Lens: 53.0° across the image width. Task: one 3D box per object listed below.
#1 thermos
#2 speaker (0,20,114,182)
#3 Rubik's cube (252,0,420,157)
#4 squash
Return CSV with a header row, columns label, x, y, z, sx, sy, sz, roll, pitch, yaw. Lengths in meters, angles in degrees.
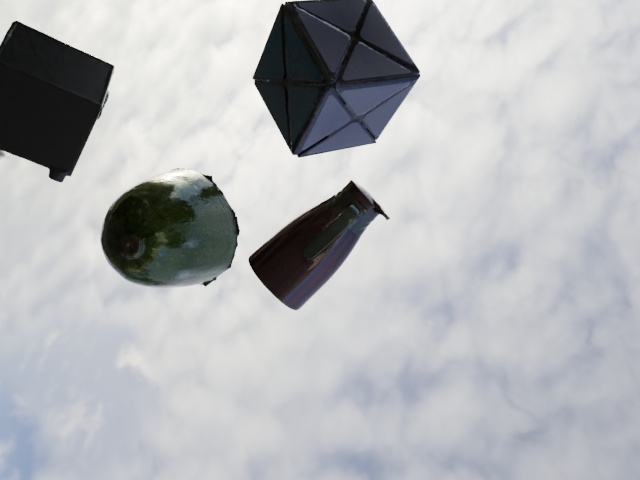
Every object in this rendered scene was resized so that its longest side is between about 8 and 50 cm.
label,x,y,z,sx,sy,sz,roll,pitch,yaw
thermos,0.000,0.000,1.253,0.265,0.146,0.176,-43,-176,10
speaker,-0.615,-0.301,1.429,0.254,0.232,0.184,-50,-150,36
Rubik's cube,0.027,-0.371,1.461,0.260,0.255,0.259,60,-33,21
squash,-0.397,-0.006,1.503,0.311,0.309,0.309,5,-78,23
